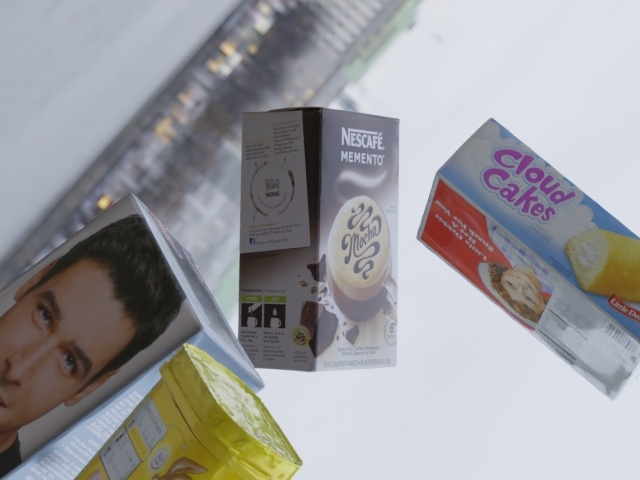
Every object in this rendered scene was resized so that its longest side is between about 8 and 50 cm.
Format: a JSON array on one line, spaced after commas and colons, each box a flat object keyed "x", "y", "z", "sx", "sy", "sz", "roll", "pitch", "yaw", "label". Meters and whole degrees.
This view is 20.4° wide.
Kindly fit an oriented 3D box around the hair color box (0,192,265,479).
[{"x": -0.252, "y": 0.150, "z": 1.512, "sx": 0.374, "sy": 0.113, "sz": 0.185, "roll": -36, "pitch": -133, "yaw": 4, "label": "hair color box"}]

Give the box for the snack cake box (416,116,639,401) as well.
[{"x": 0.226, "y": 0.021, "z": 1.731, "sx": 0.089, "sy": 0.264, "sz": 0.152, "roll": -45, "pitch": 166, "yaw": -20, "label": "snack cake box"}]

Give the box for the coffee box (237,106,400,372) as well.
[{"x": 0.000, "y": 0.000, "z": 2.062, "sx": 0.119, "sy": 0.297, "sz": 0.168, "roll": 0, "pitch": 179, "yaw": 36, "label": "coffee box"}]

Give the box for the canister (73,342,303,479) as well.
[{"x": -0.102, "y": 0.161, "z": 1.073, "sx": 0.170, "sy": 0.073, "sz": 0.126, "roll": -49, "pitch": -151, "yaw": 5, "label": "canister"}]
